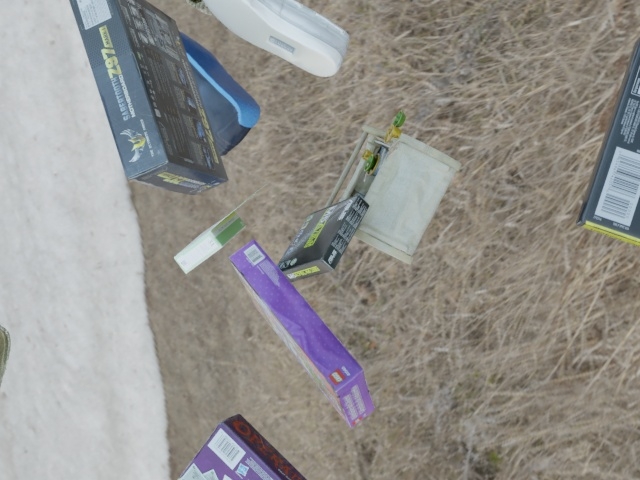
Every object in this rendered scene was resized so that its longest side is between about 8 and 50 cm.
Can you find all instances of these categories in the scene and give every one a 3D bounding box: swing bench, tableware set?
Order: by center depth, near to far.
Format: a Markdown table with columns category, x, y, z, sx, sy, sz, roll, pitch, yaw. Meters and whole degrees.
| category | x | y | z | sx | sy | sz | roll | pitch | yaw |
| --- | --- | --- | --- | --- | --- | --- | --- | --- | --- |
| tableware set | 0.118 | -0.187 | 1.572 | 0.024 | 0.104 | 0.154 | 25 | 152 | -12 |
| swing bench | 0.154 | -0.113 | 1.865 | 0.253 | 0.165 | 0.255 | -63 | 23 | 2 |

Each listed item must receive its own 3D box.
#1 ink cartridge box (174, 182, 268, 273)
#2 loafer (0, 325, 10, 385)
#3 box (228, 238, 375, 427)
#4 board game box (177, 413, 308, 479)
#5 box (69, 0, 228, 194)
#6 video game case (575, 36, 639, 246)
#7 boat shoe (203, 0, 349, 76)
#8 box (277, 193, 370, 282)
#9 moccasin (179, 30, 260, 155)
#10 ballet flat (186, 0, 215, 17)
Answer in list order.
| category | x | y | z | sx | sy | sz | roll | pitch | yaw |
| --- | --- | --- | --- | --- | --- | --- | --- | --- | --- |
| ink cartridge box | -0.216 | -0.030 | 1.877 | 0.235 | 0.171 | 0.056 | -34 | 97 | 21 |
| loafer | -0.387 | 0.205 | 0.857 | 0.092 | 0.268 | 0.102 | 8 | 157 | 16 |
| box | -0.028 | 0.155 | 1.322 | 0.293 | 0.057 | 0.201 | 48 | 169 | 28 |
| board game box | -0.026 | 0.366 | 0.803 | 0.347 | 0.056 | 0.208 | 41 | 102 | 16 |
| box | -0.200 | -0.177 | 0.966 | 0.059 | 0.183 | 0.232 | -20 | 83 | 14 |
| video game case | 0.501 | -0.107 | 1.072 | 0.248 | 0.035 | 0.274 | 20 | 83 | 4 |
| boat shoe | -0.049 | -0.263 | 0.940 | 0.184 | 0.063 | 0.066 | 26 | 155 | -4 |
| box | 0.000 | 0.000 | 1.734 | 0.045 | 0.190 | 0.184 | 43 | 147 | -19 |
| moccasin | -0.239 | -0.275 | 1.409 | 0.116 | 0.138 | 0.342 | -55 | 48 | 19 |
| ballet flat | -0.316 | -0.597 | 1.602 | 0.483 | 0.182 | 0.164 | 44 | 117 | 26 |
